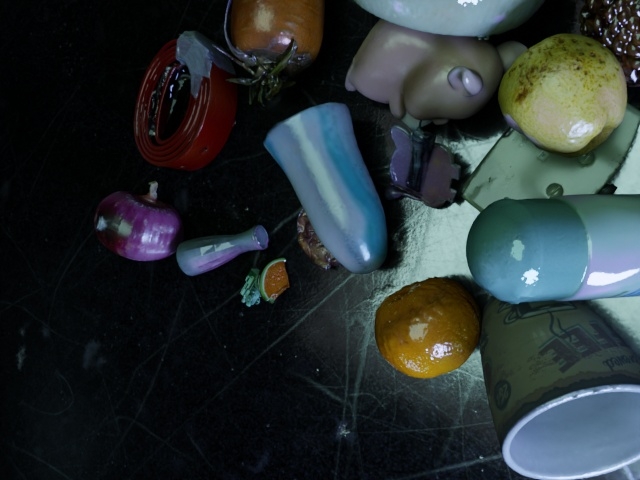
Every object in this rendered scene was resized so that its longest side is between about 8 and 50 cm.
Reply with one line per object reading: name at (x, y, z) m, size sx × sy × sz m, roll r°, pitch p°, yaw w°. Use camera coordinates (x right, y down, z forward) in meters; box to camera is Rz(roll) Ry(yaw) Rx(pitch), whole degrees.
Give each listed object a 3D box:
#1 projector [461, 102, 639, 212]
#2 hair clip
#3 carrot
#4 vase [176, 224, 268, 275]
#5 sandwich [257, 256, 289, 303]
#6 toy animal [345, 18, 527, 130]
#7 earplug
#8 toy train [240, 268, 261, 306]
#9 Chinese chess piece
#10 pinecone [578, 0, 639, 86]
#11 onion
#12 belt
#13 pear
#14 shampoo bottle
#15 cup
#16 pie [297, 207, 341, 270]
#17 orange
projector at (0.393, -0.125, 0.872) m, size 0.193 × 0.088 × 0.269 m, roll 45°, pitch 109°, yaw 21°
hair clip at (0.187, -0.136, 0.961) m, size 0.146 × 0.187 × 0.056 m, roll 25°, pitch 56°, yaw 26°
carrot at (-0.091, -0.453, 1.072) m, size 0.193 × 0.214 × 0.330 m, roll 6°, pitch 95°, yaw 30°
vase at (-0.224, 0.018, 1.207) m, size 0.214 × 0.086 × 0.086 m, roll -16°, pitch 82°, yaw 22°
sandwich at (-0.106, 0.089, 1.155) m, size 0.026 × 0.070 × 0.101 m, roll 146°, pitch 117°, yaw -70°
toy animal at (0.184, -0.300, 0.932) m, size 0.256 × 0.195 × 0.212 m, roll 39°, pitch 142°, yaw 16°
earplug at (0.031, -0.084, 1.028) m, size 0.185 × 0.185 × 0.323 m, roll -26°, pitch 83°, yaw 25°
toy train at (-0.153, 0.109, 1.190) m, size 0.053 × 0.033 × 0.083 m, roll 40°, pitch 107°, yaw 28°
Chinese chess piece at (0.207, -0.471, 0.842) m, size 0.349 × 0.349 × 0.146 m, roll 35°, pitch 145°, yaw 24°
pinecone at (0.496, -0.336, 0.762) m, size 0.222 × 0.221 × 0.221 m, roll -1°, pitch 89°, yaw 28°
onion at (-0.453, -0.035, 1.274) m, size 0.201 × 0.201 × 0.207 m, roll -42°, pitch 77°, yaw 21°
belt at (-0.315, -0.325, 1.242) m, size 0.228 × 0.115 × 0.323 m, roll 29°, pitch 104°, yaw 23°
pear at (0.350, -0.203, 0.756) m, size 0.178 × 0.178 × 0.177 m, roll -1°, pitch 89°, yaw 28°
shampoo bottle at (0.378, 0.010, 0.738) m, size 0.350 × 0.222 × 0.151 m, roll -3°, pitch 84°, yaw -10°
cup at (0.388, 0.202, 0.801) m, size 0.227 × 0.301 × 0.256 m, roll -52°, pitch 23°, yaw 32°
pie at (0.000, 0.000, 1.110) m, size 0.092 × 0.034 × 0.169 m, roll -44°, pitch 71°, yaw 16°
orange at (0.191, 0.156, 0.926) m, size 0.193 × 0.193 × 0.161 m, roll -31°, pitch 99°, yaw 24°
